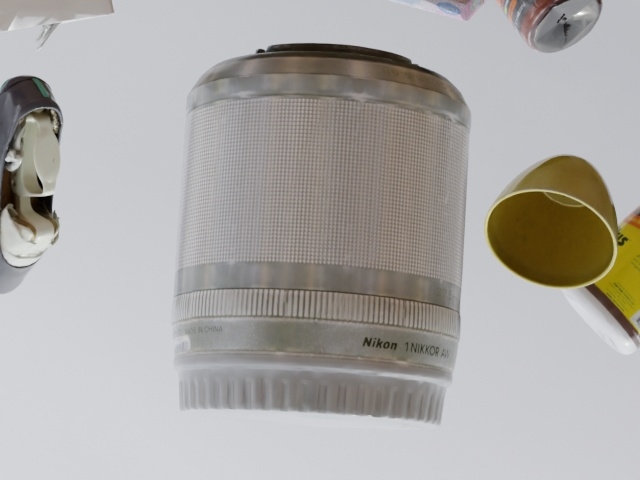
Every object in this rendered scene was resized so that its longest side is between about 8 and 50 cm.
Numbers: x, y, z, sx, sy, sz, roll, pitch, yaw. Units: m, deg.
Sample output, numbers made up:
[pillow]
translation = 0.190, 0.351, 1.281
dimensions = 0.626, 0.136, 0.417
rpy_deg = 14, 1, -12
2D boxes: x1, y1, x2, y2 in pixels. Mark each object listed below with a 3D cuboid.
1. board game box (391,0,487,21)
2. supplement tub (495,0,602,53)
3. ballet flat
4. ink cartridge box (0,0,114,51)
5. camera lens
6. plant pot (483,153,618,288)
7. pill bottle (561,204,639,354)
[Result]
[board game box]
translation = 0.106, -0.220, 1.537
dimensions = 0.090, 0.020, 0.090
rpy_deg = 20, -128, 32
[supplement tub]
translation = 0.245, -0.321, 2.227
dimensions = 0.106, 0.106, 0.198
rpy_deg = 4, -136, -40
[ballet flat]
translation = -0.251, -0.038, 1.583
dimensions = 0.074, 0.203, 0.074
rpy_deg = 9, -159, -3
[ink cartridge box]
translation = -0.210, -0.219, 1.415
dimensions = 0.090, 0.143, 0.092
rpy_deg = -11, -166, -8
[camera lens]
translation = 0.000, 0.000, 1.426
dimensions = 0.219, 0.274, 0.219
rpy_deg = 4, 172, 1
[plant pot]
translation = 0.240, -0.032, 1.884
dimensions = 0.134, 0.134, 0.095
rpy_deg = 27, -132, -4
[pill bottle]
translation = 0.377, 0.017, 2.077
dimensions = 0.117, 0.215, 0.117
rpy_deg = 48, 178, 2
